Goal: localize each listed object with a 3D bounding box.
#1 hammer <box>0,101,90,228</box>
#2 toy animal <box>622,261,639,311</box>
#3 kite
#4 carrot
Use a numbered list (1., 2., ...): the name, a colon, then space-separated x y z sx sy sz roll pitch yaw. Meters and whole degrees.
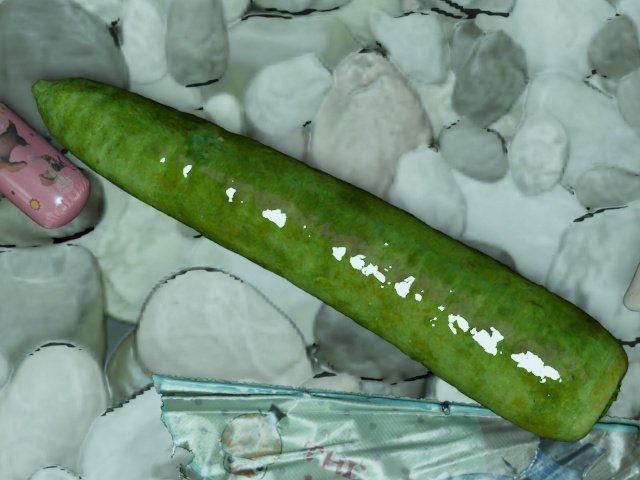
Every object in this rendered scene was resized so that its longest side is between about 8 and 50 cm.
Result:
1. hammer: -0.163 -0.042 0.901 0.083 0.043 0.043 40 80 6
2. toy animal: 0.306 0.014 0.855 0.250 0.154 0.166 26 87 5
3. kite: 0.055 0.213 0.876 0.368 0.014 0.406 -37 83 -9
4. carrot: 0.000 0.000 0.888 0.358 0.074 0.074 29 79 6
